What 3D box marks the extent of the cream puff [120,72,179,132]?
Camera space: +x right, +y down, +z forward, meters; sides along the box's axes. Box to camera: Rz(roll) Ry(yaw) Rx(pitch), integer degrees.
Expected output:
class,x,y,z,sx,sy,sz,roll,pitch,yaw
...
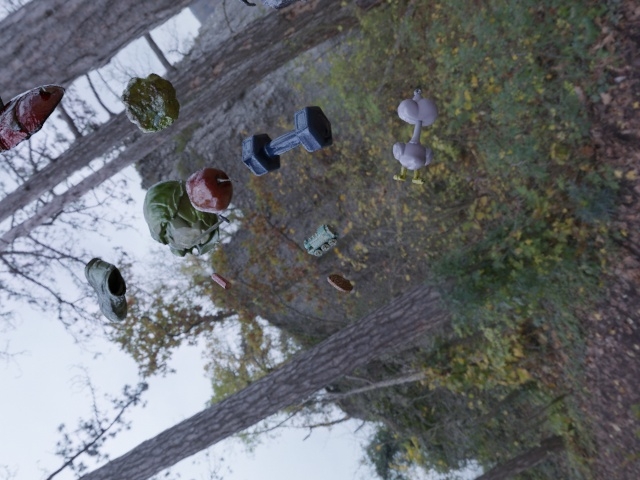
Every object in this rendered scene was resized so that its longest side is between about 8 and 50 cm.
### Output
class,x,y,z,sx,sy,sz,roll,pitch,yaw
cream puff,-0.812,-0.663,2.001,0.282,0.282,0.185,52,-175,-30

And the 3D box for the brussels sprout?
class,x,y,z,sx,sy,sz,roll,pitch,yaw
brussels sprout,-0.738,-0.143,2.197,0.425,0.342,0.361,79,172,-56

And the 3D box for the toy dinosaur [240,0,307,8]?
class,x,y,z,sx,sy,sz,roll,pitch,yaw
toy dinosaur,-0.178,-0.962,1.561,0.162,0.294,0.077,111,154,-49

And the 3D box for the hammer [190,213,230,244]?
class,x,y,z,sx,sy,sz,roll,pitch,yaw
hammer,-0.484,-0.042,1.784,0.062,0.199,0.013,44,-165,-47

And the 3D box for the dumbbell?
class,x,y,z,sx,sy,sz,roll,pitch,yaw
dumbbell,-0.118,-0.339,1.435,0.160,0.324,0.144,-35,-74,-55

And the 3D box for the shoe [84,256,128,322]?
class,x,y,z,sx,sy,sz,roll,pitch,yaw
shoe,-0.733,0.184,1.468,0.103,0.098,0.275,-66,-23,-49

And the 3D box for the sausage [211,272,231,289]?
class,x,y,z,sx,sy,sz,roll,pitch,yaw
sausage,-0.440,0.174,1.825,0.129,0.034,0.034,28,166,41

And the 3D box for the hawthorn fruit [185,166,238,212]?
class,x,y,z,sx,sy,sz,roll,pitch,yaw
hawthorn fruit,-0.363,-0.183,1.400,0.163,0.162,0.203,56,143,3

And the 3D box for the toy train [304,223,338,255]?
class,x,y,z,sx,sy,sz,roll,pitch,yaw
toy train,0.000,0.000,2.194,0.125,0.194,0.081,40,-154,-32

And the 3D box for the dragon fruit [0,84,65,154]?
class,x,y,z,sx,sy,sz,roll,pitch,yaw
dragon fruit,-1.062,-0.455,1.494,0.282,0.343,0.100,24,161,38

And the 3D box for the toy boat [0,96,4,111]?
class,x,y,z,sx,sy,sz,roll,pitch,yaw
toy boat,-1.291,-0.504,1.626,0.103,0.092,0.246,-54,-40,-60

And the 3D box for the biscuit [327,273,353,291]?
class,x,y,z,sx,sy,sz,roll,pitch,yaw
biscuit,0.067,0.133,1.327,0.091,0.015,0.078,35,-153,32

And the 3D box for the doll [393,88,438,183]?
class,x,y,z,sx,sy,sz,roll,pitch,yaw
doll,0.356,-0.399,1.556,0.094,0.160,0.365,127,151,-78
